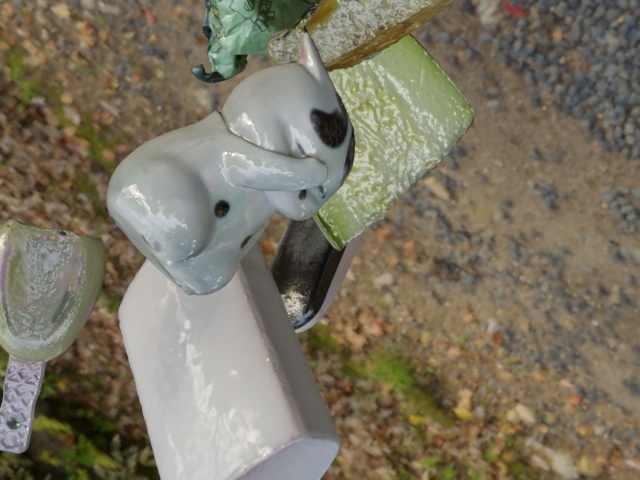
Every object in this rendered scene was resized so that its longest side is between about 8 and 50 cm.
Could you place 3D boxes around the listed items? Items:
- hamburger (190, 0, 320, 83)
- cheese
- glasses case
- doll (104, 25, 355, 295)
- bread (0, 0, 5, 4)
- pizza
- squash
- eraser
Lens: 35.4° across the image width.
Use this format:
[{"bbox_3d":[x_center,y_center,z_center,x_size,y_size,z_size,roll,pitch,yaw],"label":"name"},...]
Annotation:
[{"bbox_3d":[-0.059,-0.338,1.344,0.151,0.260,0.276,24,147,13],"label":"hamburger"},{"bbox_3d":[-0.239,0.081,0.837,0.097,0.192,0.037,10,176,-2],"label":"cheese"},{"bbox_3d":[0.000,0.000,1.533,0.122,0.314,0.075,0,149,42],"label":"glasses case"},{"bbox_3d":[-0.054,-0.045,0.673,0.107,0.181,0.110,52,172,40],"label":"doll"},{"bbox_3d":[-0.222,-0.268,0.709,0.178,0.266,0.142,34,173,30],"label":"bread"},{"bbox_3d":[0.047,-0.216,0.913,0.080,0.188,0.204,62,-169,-2],"label":"pizza"},{"bbox_3d":[0.036,-0.146,1.160,0.204,0.237,0.155,45,176,12],"label":"squash"},{"bbox_3d":[-0.094,0.121,0.913,0.095,0.174,0.270,20,-147,-39],"label":"eraser"}]
